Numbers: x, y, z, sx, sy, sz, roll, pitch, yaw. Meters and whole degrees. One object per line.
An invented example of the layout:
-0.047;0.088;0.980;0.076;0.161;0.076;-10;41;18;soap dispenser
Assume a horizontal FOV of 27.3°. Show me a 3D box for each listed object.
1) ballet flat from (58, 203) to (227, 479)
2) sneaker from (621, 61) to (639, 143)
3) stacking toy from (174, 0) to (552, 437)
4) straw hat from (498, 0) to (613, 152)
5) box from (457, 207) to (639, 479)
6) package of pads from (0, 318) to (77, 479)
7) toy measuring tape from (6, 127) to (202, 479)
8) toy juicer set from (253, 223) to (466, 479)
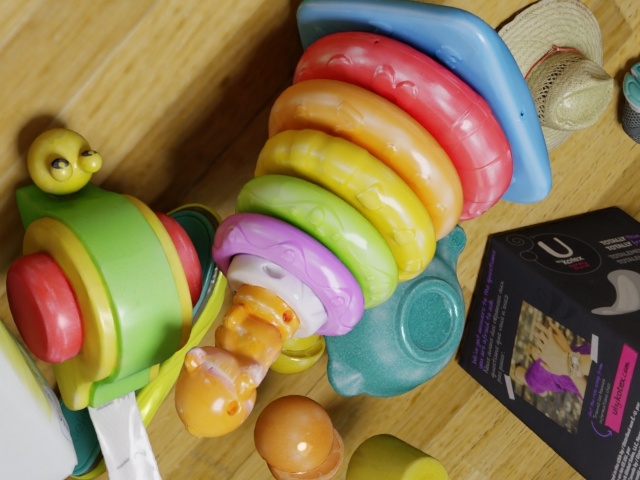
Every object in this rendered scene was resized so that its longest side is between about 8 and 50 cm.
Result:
-0.121;0.070;0.936;0.231;0.077;0.077;-59;157;17;ballet flat
0.323;-0.136;1.143;0.167;0.065;0.076;-23;149;-19;sneaker
0.000;0.000;0.830;0.302;0.166;0.175;-55;136;-25;stacking toy
0.191;-0.115;1.026;0.144;0.061;0.144;-17;121;-31;straw hat
0.270;0.106;1.114;0.165;0.270;0.143;-11;127;-32;box
-0.297;0.090;0.781;0.229;0.101;0.296;-33;136;-13;package of pads
-0.117;0.088;0.830;0.121;0.121;0.330;-20;102;-26;toy measuring tape
0.033;0.049;1.028;0.209;0.089;0.329;18;83;-36;toy juicer set
